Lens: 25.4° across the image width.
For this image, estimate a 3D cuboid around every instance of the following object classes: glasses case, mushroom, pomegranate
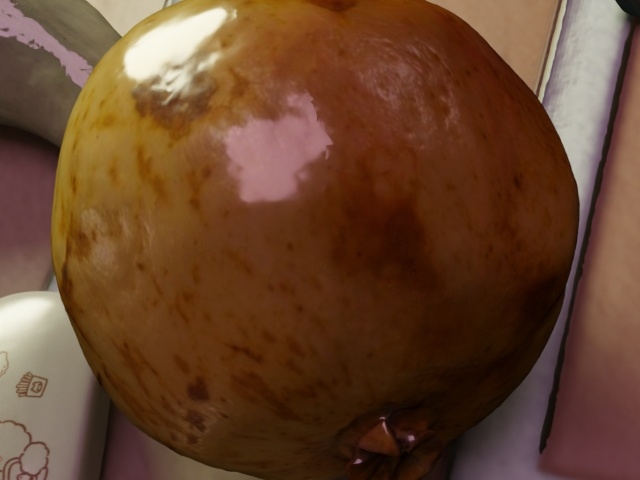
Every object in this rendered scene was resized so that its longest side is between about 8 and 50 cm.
[{"bbox_3d":[-0.137,0.110,0.625,0.074,0.049,0.193,-1,56,9],"label":"glasses case"},{"bbox_3d":[-0.182,-0.102,0.743,0.270,0.103,0.118,18,61,14],"label":"mushroom"},{"bbox_3d":[0.000,0.000,0.576,0.215,0.215,0.215,-5,57,7],"label":"pomegranate"}]

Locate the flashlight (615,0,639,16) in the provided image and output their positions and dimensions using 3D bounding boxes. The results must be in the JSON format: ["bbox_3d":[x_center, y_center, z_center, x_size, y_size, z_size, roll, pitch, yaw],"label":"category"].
[{"bbox_3d":[0.198,-0.170,0.754,0.051,0.051,0.129,28,71,25],"label":"flashlight"}]
